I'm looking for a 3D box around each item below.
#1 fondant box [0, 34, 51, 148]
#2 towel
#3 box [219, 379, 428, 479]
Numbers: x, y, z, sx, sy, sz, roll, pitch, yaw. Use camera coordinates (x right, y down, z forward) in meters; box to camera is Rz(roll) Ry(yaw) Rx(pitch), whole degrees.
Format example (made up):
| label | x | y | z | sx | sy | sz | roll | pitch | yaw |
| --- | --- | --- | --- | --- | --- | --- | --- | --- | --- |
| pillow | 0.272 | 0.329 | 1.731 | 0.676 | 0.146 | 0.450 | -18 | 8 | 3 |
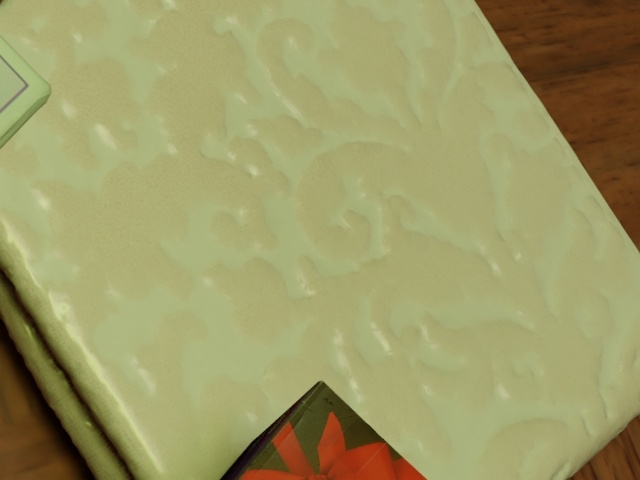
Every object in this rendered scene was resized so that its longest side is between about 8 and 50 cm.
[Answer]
| label | x | y | z | sx | sy | sz | roll | pitch | yaw |
| --- | --- | --- | --- | --- | --- | --- | --- | --- | --- |
| fondant box | -0.265 | -0.088 | 0.485 | 0.330 | 0.238 | 0.096 | 46 | 49 | -12 |
| towel | 0.000 | 0.000 | 0.777 | 0.332 | 0.053 | 0.317 | -33 | 90 | -43 |
| box | -0.009 | 0.204 | 0.547 | 0.201 | 0.057 | 0.293 | 43 | 44 | -1 |
